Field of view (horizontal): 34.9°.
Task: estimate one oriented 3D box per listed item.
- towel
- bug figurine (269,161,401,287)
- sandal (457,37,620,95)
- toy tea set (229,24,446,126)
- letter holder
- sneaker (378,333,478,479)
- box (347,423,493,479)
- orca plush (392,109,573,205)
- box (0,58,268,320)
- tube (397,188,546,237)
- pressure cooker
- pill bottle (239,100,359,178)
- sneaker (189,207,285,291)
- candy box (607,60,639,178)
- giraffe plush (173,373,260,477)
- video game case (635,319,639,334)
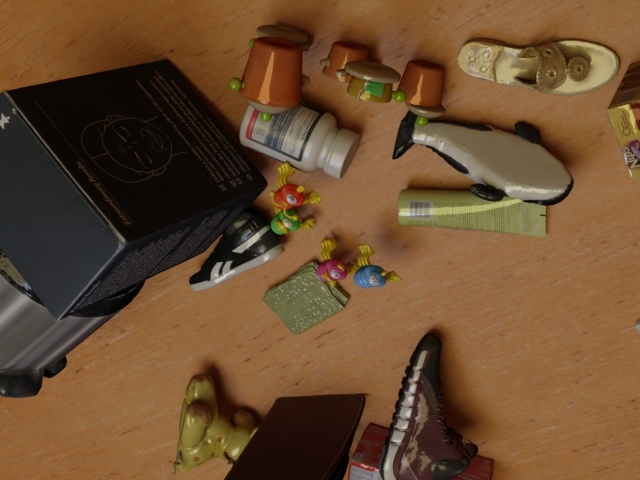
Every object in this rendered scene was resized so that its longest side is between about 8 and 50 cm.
[{"bbox_3d":[-0.028,0.108,1.880,0.148,0.027,0.110,-35,101,32],"label":"towel"},{"bbox_3d":[0.000,0.000,1.722,0.279,0.072,0.216,44,163,-7],"label":"bug figurine"},{"bbox_3d":[0.316,-0.251,1.511,0.240,0.079,0.088,9,120,18],"label":"sandal"},{"bbox_3d":[0.027,-0.233,1.575,0.336,0.200,0.124,15,113,8],"label":"toy tea set"},{"bbox_3d":[-0.023,0.432,1.886,0.214,0.302,0.152,-9,113,26],"label":"letter holder"},{"bbox_3d":[0.214,0.316,1.823,0.162,0.106,0.281,16,96,2],"label":"sneaker"},{"bbox_3d":[0.186,0.462,1.923,0.256,0.123,0.128,14,121,15],"label":"box"},{"bbox_3d":[0.254,-0.108,1.605,0.287,0.151,0.102,9,151,15],"label":"orca plush"},{"bbox_3d":[-0.329,-0.096,1.641,0.293,0.395,0.212,51,122,7],"label":"box"},{"bbox_3d":[0.248,-0.048,1.667,0.240,0.070,0.062,3,79,17],"label":"tube"},{"bbox_3d":[-0.560,0.063,1.874,0.375,0.370,0.420,43,126,-16],"label":"pressure cooker"},{"bbox_3d":[-0.033,-0.173,1.682,0.180,0.108,0.108,25,123,9],"label":"pill bottle"},{"bbox_3d":[-0.173,0.006,1.865,0.216,0.079,0.121,-24,96,30],"label":"sneaker"},{"bbox_3d":[0.458,-0.176,1.428,0.053,0.187,0.109,-14,111,31],"label":"candy box"},{"bbox_3d":[-0.194,0.385,2.026,0.170,0.210,0.181,11,156,-10],"label":"giraffe plush"},{"bbox_3d":[0.642,0.170,1.637,0.201,0.023,0.183,-28,104,33],"label":"video game case"}]
